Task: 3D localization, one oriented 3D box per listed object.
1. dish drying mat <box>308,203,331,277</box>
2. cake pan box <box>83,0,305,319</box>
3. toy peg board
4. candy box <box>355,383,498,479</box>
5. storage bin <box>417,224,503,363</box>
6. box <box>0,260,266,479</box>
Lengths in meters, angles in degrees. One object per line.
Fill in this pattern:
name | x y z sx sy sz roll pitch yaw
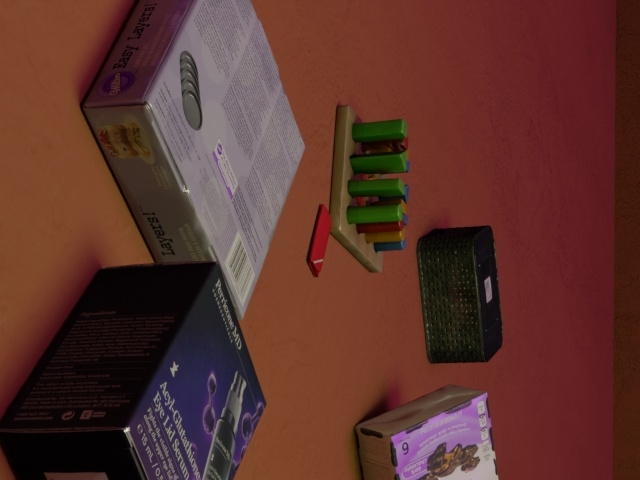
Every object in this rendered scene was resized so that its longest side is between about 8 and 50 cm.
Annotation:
dish drying mat | 0.000 0.000 1.656 0.032 0.008 0.083 64 30 -45
cake pan box | -0.100 -0.096 1.321 0.246 0.070 0.267 -71 150 -41
toy peg board | 0.078 -0.062 1.775 0.160 0.079 0.161 43 47 -61
candy box | 0.136 0.295 1.789 0.164 0.070 0.196 -19 107 -36
storage bin | 0.199 0.076 2.074 0.122 0.084 0.180 -28 114 -68
box | -0.136 0.134 1.128 0.207 0.108 0.153 -66 146 -51
